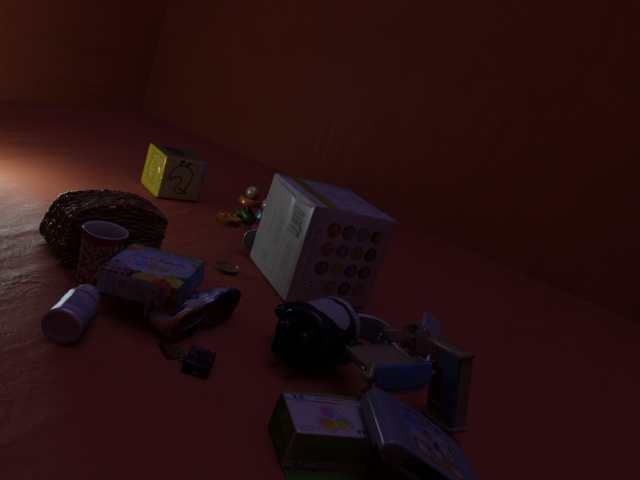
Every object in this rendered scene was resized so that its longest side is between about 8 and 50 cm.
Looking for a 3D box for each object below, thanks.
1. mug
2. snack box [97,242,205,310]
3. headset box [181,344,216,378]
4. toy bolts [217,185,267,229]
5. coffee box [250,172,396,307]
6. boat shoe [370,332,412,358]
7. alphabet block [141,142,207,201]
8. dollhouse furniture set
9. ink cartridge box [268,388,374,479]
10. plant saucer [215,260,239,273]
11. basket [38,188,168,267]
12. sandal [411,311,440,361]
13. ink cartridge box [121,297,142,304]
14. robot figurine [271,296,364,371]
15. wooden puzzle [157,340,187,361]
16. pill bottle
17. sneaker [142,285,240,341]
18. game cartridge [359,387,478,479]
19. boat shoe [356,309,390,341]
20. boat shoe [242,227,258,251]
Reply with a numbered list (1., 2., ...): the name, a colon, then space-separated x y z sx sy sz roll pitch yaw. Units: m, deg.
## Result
1. mug: -0.582 0.041 1.446 0.113 0.169 0.150 6 21 -38
2. snack box: -0.419 0.087 1.384 0.207 0.070 0.174 15 22 6
3. headset box: -0.279 0.278 1.278 0.062 0.032 0.083 18 18 -4
4. toy bolts: -0.294 -0.129 2.319 0.228 0.159 0.218 30 19 31
5. coffee box: 0.000 0.000 1.934 0.334 0.338 0.338 9 18 -32
6. boat shoe: 0.223 0.353 1.599 0.065 0.075 0.206 -36 50 -16
7. alphabet block: -0.638 -0.294 2.403 0.197 0.193 0.193 3 21 -41
8. dollhouse furniture set: 0.178 0.344 1.362 0.303 0.198 0.286 1 9 -23
9. ink cartridge box: 0.024 0.415 1.079 0.188 0.097 0.255 13 18 -23
10. plant saucer: -0.314 0.092 1.852 0.083 0.015 0.083 17 17 -6
11. basket: -0.633 -0.058 1.622 0.299 0.214 0.223 4 24 -43
12. sandal: 0.328 0.326 1.732 0.102 0.076 0.265 42 27 -7
13. ink cartridge box: -0.496 0.102 1.515 0.127 0.072 0.175 4 23 -40
14. robot figurine: -0.007 0.239 1.455 0.278 0.173 0.209 -8 73 -57
15. wooden puzzle: -0.346 0.261 1.300 0.049 0.006 0.083 4 23 -42
16. pill bottle: -0.555 0.159 1.248 0.087 0.087 0.160 17 16 -8
17. sneaker: -0.330 0.161 1.453 0.130 0.112 0.296 26 17 23
18. game cartridge: 0.212 0.430 1.142 0.297 0.062 0.198 38 15 -18
19. boat shoe: 0.115 0.253 1.738 0.228 0.080 0.076 13 18 4
20. boat shoe: -0.175 0.014 2.109 0.302 0.114 0.091 22 13 -36
